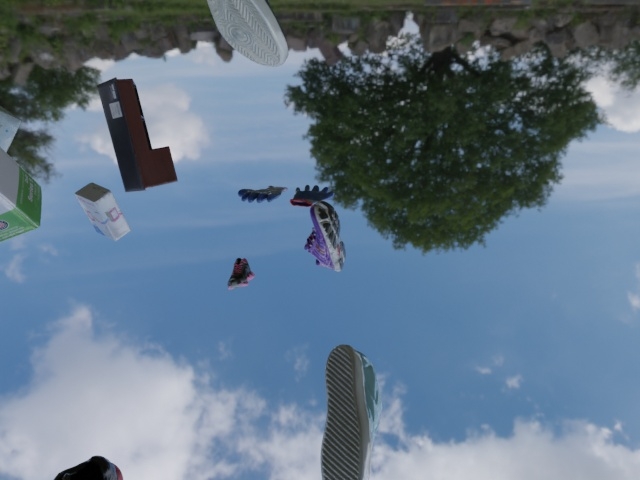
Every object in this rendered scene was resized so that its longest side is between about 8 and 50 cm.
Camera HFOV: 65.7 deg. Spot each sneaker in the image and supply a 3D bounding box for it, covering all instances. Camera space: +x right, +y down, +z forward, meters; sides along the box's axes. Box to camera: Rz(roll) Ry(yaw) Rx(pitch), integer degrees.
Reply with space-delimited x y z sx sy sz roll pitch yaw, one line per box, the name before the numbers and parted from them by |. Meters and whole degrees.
sneaker | -0.500 0.516 0.931 0.097 0.135 0.276 34 -135 17
sneaker | -0.174 0.068 1.054 0.047 0.057 0.119 -11 -171 4
sneaker | 0.097 0.437 1.172 0.135 0.150 0.366 -24 -131 40
sneaker | 0.000 0.000 0.902 0.071 0.170 0.068 2 -131 14
sneaker | -0.141 -0.474 0.868 0.131 0.350 0.148 9 -116 31

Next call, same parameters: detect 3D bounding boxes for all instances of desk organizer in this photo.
desk organizer | -0.221 -0.128 0.603 0.047 0.131 0.050 1 -163 41

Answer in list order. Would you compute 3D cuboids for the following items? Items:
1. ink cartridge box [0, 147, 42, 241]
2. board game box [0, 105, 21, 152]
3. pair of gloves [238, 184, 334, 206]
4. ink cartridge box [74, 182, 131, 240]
ink cartridge box | -0.493 -0.081 0.620 0.160 0.220 0.093 -20 -126 0
board game box | -0.667 -0.119 0.857 0.223 0.304 0.097 28 -178 36
pair of gloves | -0.075 -0.101 1.065 0.198 0.023 0.159 6 -164 14
ink cartridge box | -0.526 -0.070 1.198 0.088 0.123 0.052 19 -133 32
